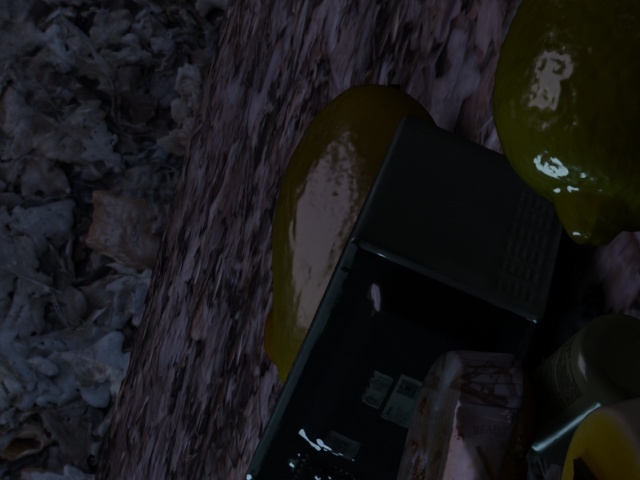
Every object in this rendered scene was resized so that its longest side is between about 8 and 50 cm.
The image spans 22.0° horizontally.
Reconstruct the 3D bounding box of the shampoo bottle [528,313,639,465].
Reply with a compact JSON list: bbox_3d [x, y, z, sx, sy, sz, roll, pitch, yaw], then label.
[{"bbox_3d":[0.189,0.119,1.206,0.162,0.079,0.079,125,154,-56],"label":"shampoo bottle"}]

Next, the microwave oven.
[{"bbox_3d":[0.080,0.089,1.388,0.237,0.181,0.295,-67,1,-55],"label":"microwave oven"}]

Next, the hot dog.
[{"bbox_3d":[0.095,0.208,1.180,0.144,0.075,0.268,-176,103,-73],"label":"hot dog"}]

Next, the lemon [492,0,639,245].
[{"bbox_3d":[0.213,-0.114,1.126,0.184,0.184,0.248,136,154,-64],"label":"lemon"}]

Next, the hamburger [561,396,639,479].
[{"bbox_3d":[0.221,0.208,0.885,0.295,0.151,0.227,-107,27,-55],"label":"hamburger"}]

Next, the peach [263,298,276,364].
[{"bbox_3d":[0.003,0.091,1.829,0.138,0.138,0.138,-167,90,-75],"label":"peach"}]

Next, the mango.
[{"bbox_3d":[0.044,-0.005,1.703,0.195,0.142,0.332,-6,74,38],"label":"mango"}]
